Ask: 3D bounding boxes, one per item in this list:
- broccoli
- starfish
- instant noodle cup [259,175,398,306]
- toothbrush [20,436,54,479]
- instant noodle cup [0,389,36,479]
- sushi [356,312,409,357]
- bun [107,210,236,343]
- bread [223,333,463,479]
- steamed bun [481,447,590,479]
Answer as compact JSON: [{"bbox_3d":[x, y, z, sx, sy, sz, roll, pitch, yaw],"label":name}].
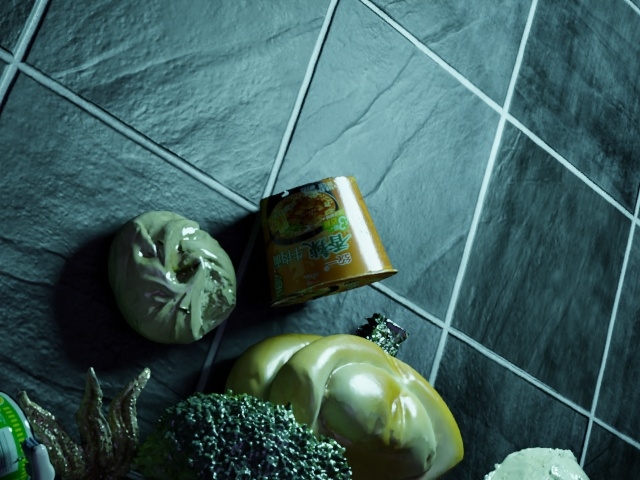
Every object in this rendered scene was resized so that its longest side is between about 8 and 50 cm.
[{"bbox_3d":[-0.152,0.402,1.706,0.275,0.397,0.353,-1,63,-39],"label":"broccoli"},{"bbox_3d":[-0.351,0.324,1.668,0.301,0.084,0.293,-13,105,-41],"label":"starfish"},{"bbox_3d":[0.000,0.000,1.939,0.230,0.230,0.182,-10,83,-40],"label":"instant noodle cup"},{"bbox_3d":[-0.361,0.445,1.586,0.042,0.040,0.418,-29,127,-34],"label":"toothbrush"},{"bbox_3d":[-0.508,0.294,1.492,0.233,0.207,0.207,-16,95,-46],"label":"instant noodle cup"},{"bbox_3d":[0.104,0.184,2.104,0.085,0.056,0.083,40,69,-31],"label":"sushi"},{"bbox_3d":[-0.225,0.063,1.798,0.237,0.116,0.210,28,69,-34],"label":"bun"},{"bbox_3d":[0.033,0.325,1.900,0.424,0.245,0.329,33,65,-37],"label":"bread"},{"bbox_3d":[0.453,0.592,2.232,0.334,0.233,0.312,-42,110,-34],"label":"steamed bun"}]
